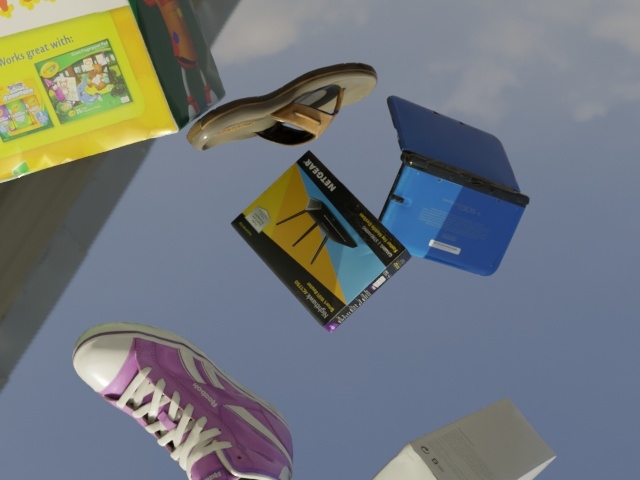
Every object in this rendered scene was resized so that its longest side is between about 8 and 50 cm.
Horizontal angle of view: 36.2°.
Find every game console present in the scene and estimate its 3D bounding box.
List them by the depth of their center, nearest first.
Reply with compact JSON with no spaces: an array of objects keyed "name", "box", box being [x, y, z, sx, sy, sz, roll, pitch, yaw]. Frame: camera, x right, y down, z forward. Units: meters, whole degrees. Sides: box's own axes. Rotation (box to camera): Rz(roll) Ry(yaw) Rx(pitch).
[{"name":"game console","box":[0.228,-0.100,1.849,0.293,0.250,0.173,16,-167,-30]}]

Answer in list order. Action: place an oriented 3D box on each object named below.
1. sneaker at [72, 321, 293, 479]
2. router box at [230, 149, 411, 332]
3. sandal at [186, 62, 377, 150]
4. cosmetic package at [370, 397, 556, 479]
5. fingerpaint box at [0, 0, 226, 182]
[{"name":"sneaker","box":[-0.145,0.198,1.063,0.282,0.102,0.161,30,-160,-16]},{"name":"router box","box":[0.000,0.000,1.164,0.133,0.046,0.179,-44,-112,0]},{"name":"sandal","box":[-0.034,-0.129,1.042,0.219,0.090,0.060,-21,-102,-25]},{"name":"cosmetic package","box":[0.243,0.441,1.789,0.385,0.217,0.156,-7,-129,-52]},{"name":"fingerpaint box","box":[-0.377,-0.252,1.041,0.445,0.371,0.163,-14,-162,20]}]
